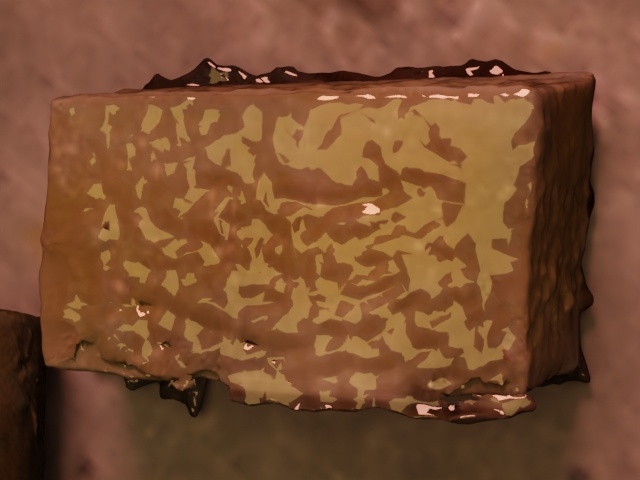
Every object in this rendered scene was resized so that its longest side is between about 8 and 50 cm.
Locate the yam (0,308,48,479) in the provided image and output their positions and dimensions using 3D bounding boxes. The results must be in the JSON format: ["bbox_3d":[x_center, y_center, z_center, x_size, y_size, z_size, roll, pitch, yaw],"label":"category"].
[{"bbox_3d":[-0.096,0.096,0.452,0.068,0.068,0.169,-1,83,13],"label":"yam"}]

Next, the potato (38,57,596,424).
[{"bbox_3d":[-0.002,0.000,0.437,0.122,0.061,0.086,1,90,14],"label":"potato"}]
